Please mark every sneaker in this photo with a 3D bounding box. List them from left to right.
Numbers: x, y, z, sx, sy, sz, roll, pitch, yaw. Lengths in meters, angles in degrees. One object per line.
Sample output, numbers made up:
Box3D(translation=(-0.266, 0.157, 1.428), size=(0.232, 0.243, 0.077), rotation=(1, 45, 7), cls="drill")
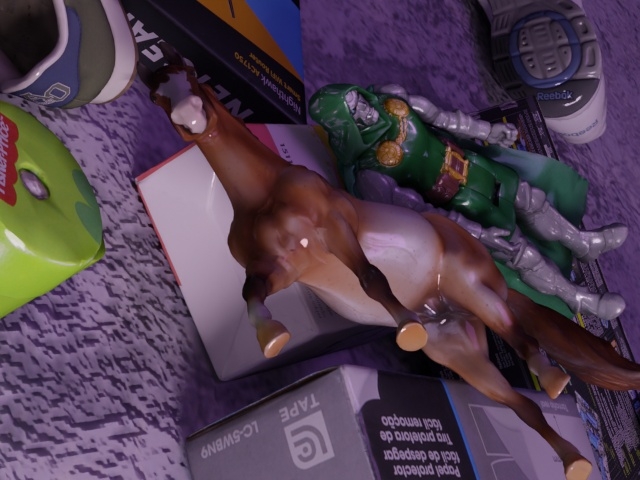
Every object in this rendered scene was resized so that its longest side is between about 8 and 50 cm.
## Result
Box3D(translation=(-0.152, -0.147, 0.645), size=(0.192, 0.064, 0.086), rotation=(64, 22, -3), cls="sneaker")
Box3D(translation=(0.189, -0.213, 1.280), size=(0.129, 0.111, 0.297), rotation=(48, 30, -57), cls="sneaker")

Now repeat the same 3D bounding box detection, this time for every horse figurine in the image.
Box3D(translation=(0.038, 0.020, 0.641), size=(0.263, 0.066, 0.174), rotation=(23, 19, -30), cls="horse figurine")

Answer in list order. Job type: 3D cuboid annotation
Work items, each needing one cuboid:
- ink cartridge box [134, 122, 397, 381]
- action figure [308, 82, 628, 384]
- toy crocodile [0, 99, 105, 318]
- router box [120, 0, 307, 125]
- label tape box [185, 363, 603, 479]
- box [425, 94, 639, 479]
Box3D(translation=(0.000, 0.000, 0.770), size=(0.198, 0.067, 0.115), rotation=(-8, 72, -61), cls="ink cartridge box")
Box3D(translation=(0.082, -0.025, 0.782), size=(0.232, 0.063, 0.137), rotation=(28, 55, -34), cls="action figure")
Box3D(translation=(-0.179, -0.013, 0.430), size=(0.340, 0.115, 0.105), rotation=(7, 53, -60), cls="toy crocodile")
Box3D(translation=(-0.080, -0.145, 0.788), size=(0.179, 0.046, 0.133), rotation=(37, 37, -40), cls="router box")
Box3D(translation=(0.084, 0.236, 0.660), size=(0.240, 0.106, 0.334), rotation=(14, 53, -54), cls="label tape box")
Box3D(translation=(0.132, 0.046, 0.933), size=(0.216, 0.060, 0.270), rotation=(-24, 93, -62), cls="box")
